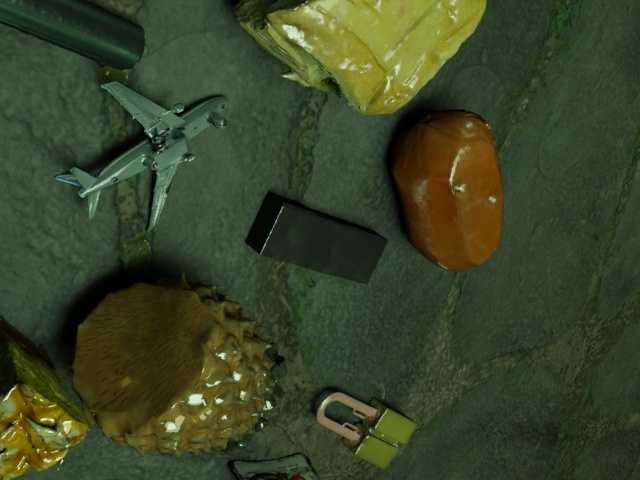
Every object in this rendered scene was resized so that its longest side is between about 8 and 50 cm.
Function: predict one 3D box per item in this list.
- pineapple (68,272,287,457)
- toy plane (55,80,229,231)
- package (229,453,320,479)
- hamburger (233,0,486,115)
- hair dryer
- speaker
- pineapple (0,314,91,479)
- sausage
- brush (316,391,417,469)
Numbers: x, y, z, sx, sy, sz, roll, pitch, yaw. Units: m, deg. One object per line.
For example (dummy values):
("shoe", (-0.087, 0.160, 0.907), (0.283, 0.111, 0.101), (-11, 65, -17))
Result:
("pineapple", (-0.145, 0.188, 1.010), (0.223, 0.223, 0.357), (-50, 151, -5))
("toy plane", (-0.191, -0.108, 0.897), (0.226, 0.058, 0.226), (-31, 144, -22))
("package", (-0.032, 0.423, 1.182), (0.154, 0.239, 0.030), (9, 123, -41))
("hamburger", (0.063, -0.268, 0.941), (0.330, 0.162, 0.209), (-38, 133, -20))
("hair dryer", (-0.270, -0.273, 0.731), (0.302, 0.116, 0.244), (14, 104, -53))
("speaker", (0.000, 0.000, 1.113), (0.218, 0.044, 0.082), (17, 102, -43))
("pineapple", (-0.362, 0.173, 0.849), (0.114, 0.237, 0.186), (61, 33, -41))
("sausage", (0.194, -0.068, 1.163), (0.153, 0.141, 0.268), (-31, 129, -21))
("brush", (0.066, 0.312, 1.330), (0.233, 0.047, 0.103), (37, 88, -42))
